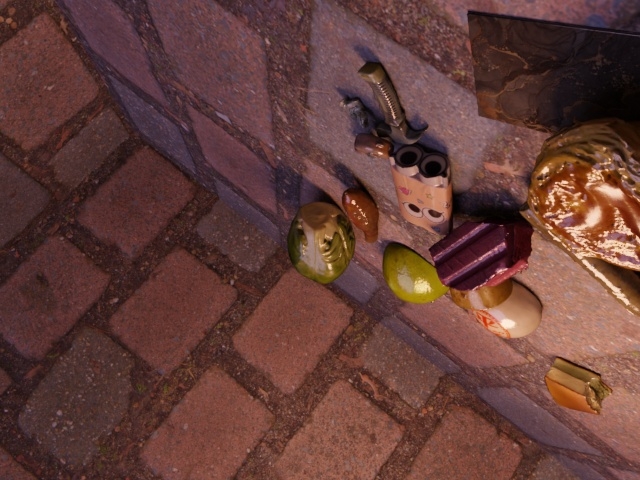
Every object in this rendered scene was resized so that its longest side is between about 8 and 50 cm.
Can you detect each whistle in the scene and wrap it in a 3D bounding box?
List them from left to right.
[{"bbox_3d":[0.133,-0.253,1.364,0.107,0.057,0.220,18,-174,-13],"label":"whistle"}]

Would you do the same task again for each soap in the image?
[{"bbox_3d":[0.426,0.032,1.315,0.289,0.112,0.182,-49,54,51],"label":"soap"}]

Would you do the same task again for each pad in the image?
[{"bbox_3d":[0.422,-0.258,0.849,0.367,0.007,0.247,29,161,36],"label":"pad"}]

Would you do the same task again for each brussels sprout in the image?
[{"bbox_3d":[-0.003,-0.004,2.062,0.281,0.289,0.355,18,146,20],"label":"brussels sprout"}]

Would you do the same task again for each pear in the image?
[{"bbox_3d":[0.332,0.126,1.955,0.288,0.139,0.239,18,146,50],"label":"pear"}]

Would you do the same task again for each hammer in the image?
[{"bbox_3d":[0.166,-0.323,1.201,0.159,0.041,0.226,23,158,45],"label":"hammer"}]

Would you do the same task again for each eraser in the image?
[{"bbox_3d":[0.287,-0.132,1.374,0.171,0.087,0.290,26,161,28],"label":"eraser"}]

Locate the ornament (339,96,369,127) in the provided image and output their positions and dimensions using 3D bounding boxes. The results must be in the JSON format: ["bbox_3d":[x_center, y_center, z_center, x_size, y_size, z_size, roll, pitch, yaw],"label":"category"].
[{"bbox_3d":[0.094,-0.342,1.321,0.092,0.041,0.068,39,163,41],"label":"ornament"}]

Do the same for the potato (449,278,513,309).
[{"bbox_3d":[0.461,0.096,1.505,0.158,0.178,0.203,61,-176,-15],"label":"potato"}]

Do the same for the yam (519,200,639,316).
[{"bbox_3d":[0.604,0.032,1.119,0.371,0.083,0.083,40,165,-6],"label":"yam"}]

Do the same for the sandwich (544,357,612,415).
[{"bbox_3d":[0.918,0.538,1.770,0.186,0.108,0.220,23,156,48],"label":"sandwich"}]

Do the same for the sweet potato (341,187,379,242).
[{"bbox_3d":[0.164,-0.080,1.806,0.109,0.109,0.385,30,169,31],"label":"sweet potato"}]

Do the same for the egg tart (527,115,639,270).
[{"bbox_3d":[0.522,-0.072,0.853,0.351,0.153,0.339,36,167,4],"label":"egg tart"}]

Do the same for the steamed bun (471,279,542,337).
[{"bbox_3d":[0.579,0.226,1.602,0.232,0.145,0.232,36,164,12],"label":"steamed bun"}]
